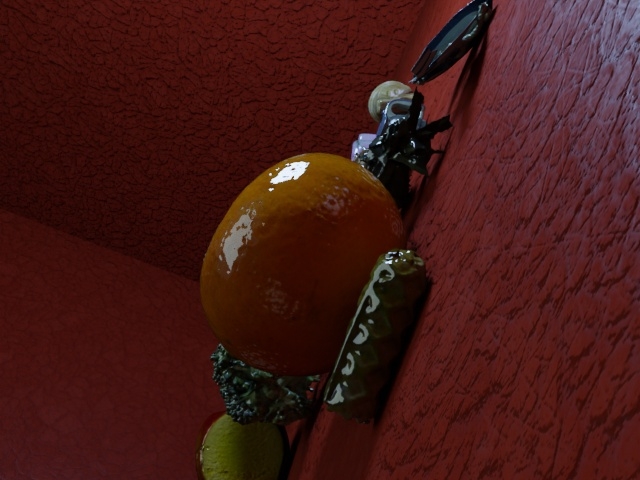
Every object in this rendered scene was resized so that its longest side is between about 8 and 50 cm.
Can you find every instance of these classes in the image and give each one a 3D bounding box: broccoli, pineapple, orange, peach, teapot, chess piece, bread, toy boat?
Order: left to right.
[{"bbox_3d":[-0.193,0.575,2.074,0.245,0.248,0.275,53,-151,-52],"label":"peach"},{"bbox_3d":[-0.117,0.315,1.949,0.317,0.338,0.277,-29,65,52],"label":"broccoli"},{"bbox_3d":[-0.020,0.052,1.458,0.424,0.326,0.424,-54,-13,-18],"label":"orange"},{"bbox_3d":[0.085,0.139,1.209,0.098,0.087,0.270,-60,-9,-87],"label":"bread"},{"bbox_3d":[0.141,-0.152,1.611,0.364,0.165,0.166,124,166,-68],"label":"pineapple"},{"bbox_3d":[0.203,-0.382,2.247,0.301,0.137,0.137,-80,11,-79],"label":"chess piece"},{"bbox_3d":[0.189,-0.261,1.868,0.111,0.108,0.149,-128,59,-85],"label":"teapot"},{"bbox_3d":[0.224,-0.354,1.548,0.291,0.070,0.210,-47,-2,-33],"label":"toy boat"}]

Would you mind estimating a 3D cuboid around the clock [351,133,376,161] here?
[{"bbox_3d":[0.112,-0.126,1.968,0.227,0.090,0.248,-80,-7,-72],"label":"clock"}]
